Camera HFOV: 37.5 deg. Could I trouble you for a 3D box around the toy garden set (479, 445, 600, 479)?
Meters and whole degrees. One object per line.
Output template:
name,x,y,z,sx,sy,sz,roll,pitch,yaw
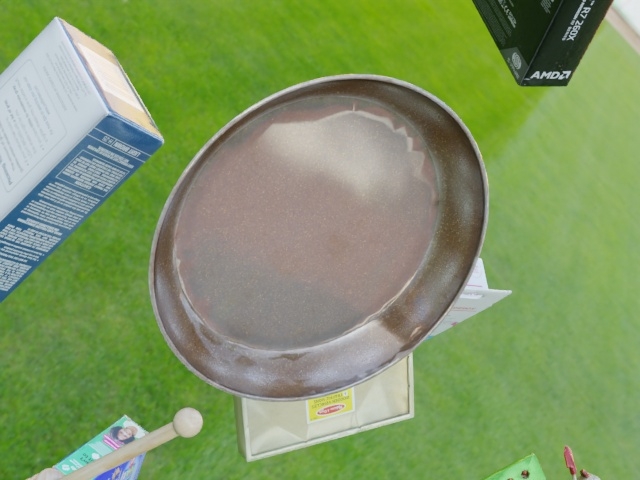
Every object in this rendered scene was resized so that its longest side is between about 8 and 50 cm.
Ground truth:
toy garden set,0.369,0.439,1.461,0.244,0.203,0.049,65,-9,-1

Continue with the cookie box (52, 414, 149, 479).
cookie box,-0.226,0.241,0.944,0.040,0.092,0.107,31,31,16

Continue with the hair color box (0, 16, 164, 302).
hair color box,-0.365,-0.076,1.124,0.105,0.347,0.174,28,25,-56

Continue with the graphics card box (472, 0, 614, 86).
graphics card box,0.342,-0.427,1.324,0.094,0.371,0.233,-3,51,-21

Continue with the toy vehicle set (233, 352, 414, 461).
toy vehicle set,0.007,0.199,1.326,0.266,0.166,0.035,-10,18,-23

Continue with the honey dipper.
honey dipper,-0.138,0.143,0.602,0.030,0.160,0.030,47,25,-30

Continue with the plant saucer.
plant saucer,0.000,0.000,0.811,0.310,0.311,0.050,29,12,-34

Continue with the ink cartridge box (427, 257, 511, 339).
ink cartridge box,0.122,0.063,1.093,0.104,0.181,0.062,6,64,-32
